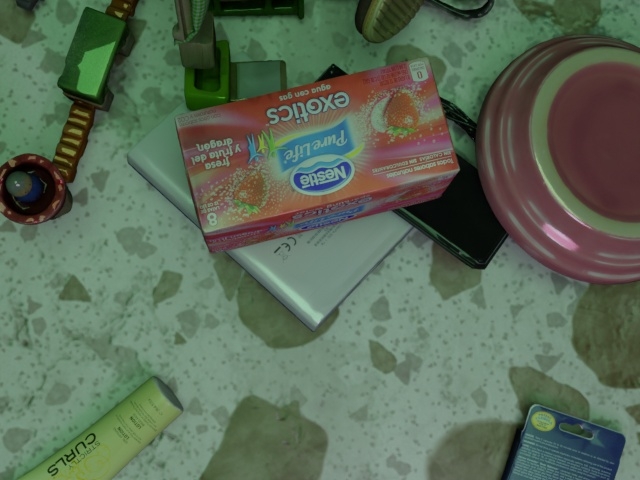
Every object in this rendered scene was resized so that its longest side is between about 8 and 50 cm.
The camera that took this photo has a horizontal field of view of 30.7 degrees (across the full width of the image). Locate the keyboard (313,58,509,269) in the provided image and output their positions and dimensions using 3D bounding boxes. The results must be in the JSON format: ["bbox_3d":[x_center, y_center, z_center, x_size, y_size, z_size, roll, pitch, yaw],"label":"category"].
[{"bbox_3d":[0.124,-0.117,1.492,0.317,0.033,0.201,38,62,4],"label":"keyboard"}]

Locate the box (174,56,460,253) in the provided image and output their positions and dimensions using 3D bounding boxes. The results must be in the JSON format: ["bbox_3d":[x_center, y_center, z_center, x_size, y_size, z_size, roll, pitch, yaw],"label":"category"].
[{"bbox_3d":[-0.007,-0.095,1.363,0.300,0.154,0.142,-14,81,-5],"label":"box"}]

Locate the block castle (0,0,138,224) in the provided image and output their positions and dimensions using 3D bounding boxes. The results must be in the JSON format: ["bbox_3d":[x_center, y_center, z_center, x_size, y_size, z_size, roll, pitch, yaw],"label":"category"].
[{"bbox_3d":[-0.384,-0.269,1.424,0.303,0.213,0.453,20,86,-1],"label":"block castle"}]

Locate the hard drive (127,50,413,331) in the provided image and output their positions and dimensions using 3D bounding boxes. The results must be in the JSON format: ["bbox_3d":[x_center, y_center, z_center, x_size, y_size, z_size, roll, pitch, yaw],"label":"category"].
[{"bbox_3d":[-0.055,-0.067,1.469,0.319,0.040,0.210,42,71,8],"label":"hard drive"}]

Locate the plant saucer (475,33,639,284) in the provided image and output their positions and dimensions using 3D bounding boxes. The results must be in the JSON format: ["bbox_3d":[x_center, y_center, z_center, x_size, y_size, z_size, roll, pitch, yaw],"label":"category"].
[{"bbox_3d":[0.363,-0.113,1.471,0.332,0.084,0.332,4,75,-14],"label":"plant saucer"}]

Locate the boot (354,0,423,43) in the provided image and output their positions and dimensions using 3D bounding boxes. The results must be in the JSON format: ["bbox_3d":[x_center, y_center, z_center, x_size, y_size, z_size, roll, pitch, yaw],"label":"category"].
[{"bbox_3d":[0.045,-0.373,1.483,0.207,0.090,0.248,19,75,28],"label":"boot"}]

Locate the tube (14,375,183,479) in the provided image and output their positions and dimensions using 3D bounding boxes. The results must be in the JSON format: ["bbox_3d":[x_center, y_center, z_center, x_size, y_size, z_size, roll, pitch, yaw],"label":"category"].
[{"bbox_3d":[-0.281,0.273,1.477,0.240,0.062,0.070,-40,49,1],"label":"tube"}]

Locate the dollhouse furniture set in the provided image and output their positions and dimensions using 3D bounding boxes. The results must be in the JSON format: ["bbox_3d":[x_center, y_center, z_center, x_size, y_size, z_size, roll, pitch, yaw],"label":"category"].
[{"bbox_3d":[-0.095,-0.312,1.369,0.151,0.301,0.197,-2,60,-1],"label":"dollhouse furniture set"}]

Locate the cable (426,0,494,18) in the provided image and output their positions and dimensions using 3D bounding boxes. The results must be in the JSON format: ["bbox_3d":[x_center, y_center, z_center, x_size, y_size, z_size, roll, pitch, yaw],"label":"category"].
[{"bbox_3d":[0.119,-0.346,1.541,0.287,0.072,0.139,-10,96,9],"label":"cable"}]

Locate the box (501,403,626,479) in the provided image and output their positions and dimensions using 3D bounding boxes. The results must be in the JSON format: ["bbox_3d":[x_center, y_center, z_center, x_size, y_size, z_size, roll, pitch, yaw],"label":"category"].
[{"bbox_3d":[0.298,0.336,1.507,0.136,0.036,0.225,19,87,-2],"label":"box"}]
